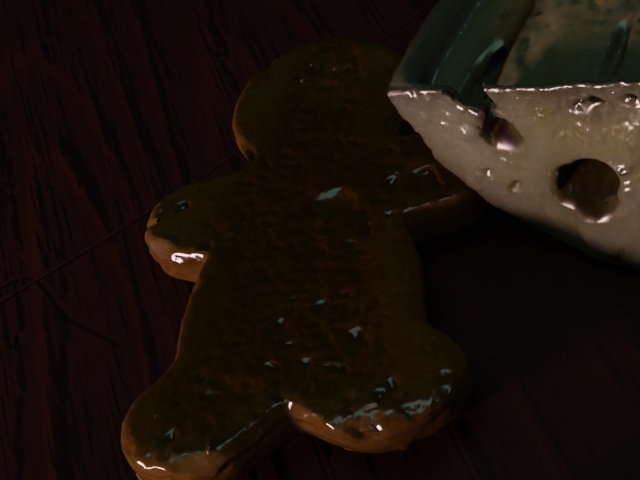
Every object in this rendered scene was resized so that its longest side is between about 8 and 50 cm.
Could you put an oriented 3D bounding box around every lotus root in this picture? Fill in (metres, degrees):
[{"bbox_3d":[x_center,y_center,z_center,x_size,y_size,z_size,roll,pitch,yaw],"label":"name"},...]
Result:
[{"bbox_3d":[0.161,-0.071,0.675,0.235,0.138,0.119,9,49,38],"label":"lotus root"}]

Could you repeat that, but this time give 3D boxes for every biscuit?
[{"bbox_3d":[0.000,0.000,0.768,0.197,0.049,0.301,-9,46,12],"label":"biscuit"}]
